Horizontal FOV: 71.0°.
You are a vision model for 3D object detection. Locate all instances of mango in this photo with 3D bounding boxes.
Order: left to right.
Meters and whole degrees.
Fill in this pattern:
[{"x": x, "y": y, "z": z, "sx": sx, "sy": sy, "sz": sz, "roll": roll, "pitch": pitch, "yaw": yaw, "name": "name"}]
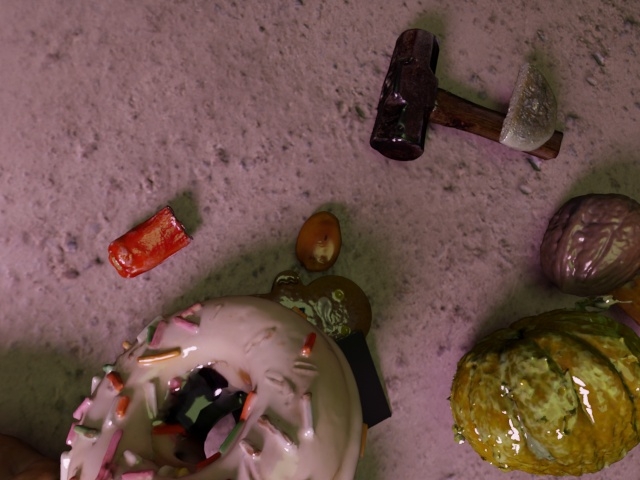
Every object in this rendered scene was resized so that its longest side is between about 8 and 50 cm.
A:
[{"x": 0.000, "y": 0.000, "z": 0.779, "sx": 0.080, "sy": 0.060, "sz": 0.114, "roll": 19, "pitch": 71, "yaw": 7, "name": "mango"}]

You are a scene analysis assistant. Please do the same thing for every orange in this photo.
[{"x": 0.351, "y": 0.237, "z": 0.689, "sx": 0.301, "sy": 0.300, "sz": 0.223, "roll": -20, "pitch": 76, "yaw": -34, "name": "orange"}]

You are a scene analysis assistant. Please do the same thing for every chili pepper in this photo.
[{"x": -0.274, "y": 0.005, "z": 0.710, "sx": 0.123, "sy": 0.073, "sz": 0.070, "roll": -36, "pitch": 47, "yaw": -19, "name": "chili pepper"}]

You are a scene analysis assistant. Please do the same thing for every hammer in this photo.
[{"x": 0.306, "y": -0.237, "z": 0.898, "sx": 0.409, "sy": 0.095, "sz": 0.242, "roll": 15, "pitch": 76, "yaw": -16, "name": "hammer"}]

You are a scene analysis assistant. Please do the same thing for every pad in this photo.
[{"x": -0.012, "y": 0.270, "z": 0.734, "sx": 0.245, "sy": 0.006, "sz": 0.170, "roll": -22, "pitch": 96, "yaw": -16, "name": "pad"}]

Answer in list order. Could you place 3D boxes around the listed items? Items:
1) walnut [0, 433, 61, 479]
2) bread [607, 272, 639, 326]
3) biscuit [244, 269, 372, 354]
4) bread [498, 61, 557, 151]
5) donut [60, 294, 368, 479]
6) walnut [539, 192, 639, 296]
[{"x": -0.425, "y": 0.359, "z": 0.503, "sx": 0.285, "sy": 0.285, "sz": 0.296, "roll": -42, "pitch": 85, "yaw": -17, "name": "walnut"}, {"x": 0.749, "y": 0.152, "z": 0.875, "sx": 0.236, "sy": 0.165, "sz": 0.375, "roll": -39, "pitch": 90, "yaw": -22, "name": "bread"}, {"x": -0.024, "y": 0.135, "z": 0.761, "sx": 0.236, "sy": 0.039, "sz": 0.180, "roll": -10, "pitch": 80, "yaw": -17, "name": "biscuit"}, {"x": 0.422, "y": -0.249, "z": 0.879, "sx": 0.112, "sy": 0.036, "sz": 0.193, "roll": 28, "pitch": 73, "yaw": -16, "name": "bread"}, {"x": -0.138, "y": 0.221, "z": 0.558, "sx": 0.383, "sy": 0.142, "sz": 0.382, "roll": -12, "pitch": 43, "yaw": 11, "name": "donut"}, {"x": 0.511, "y": 0.009, "z": 0.842, "sx": 0.178, "sy": 0.178, "sz": 0.230, "roll": 43, "pitch": 74, "yaw": -2, "name": "walnut"}]
